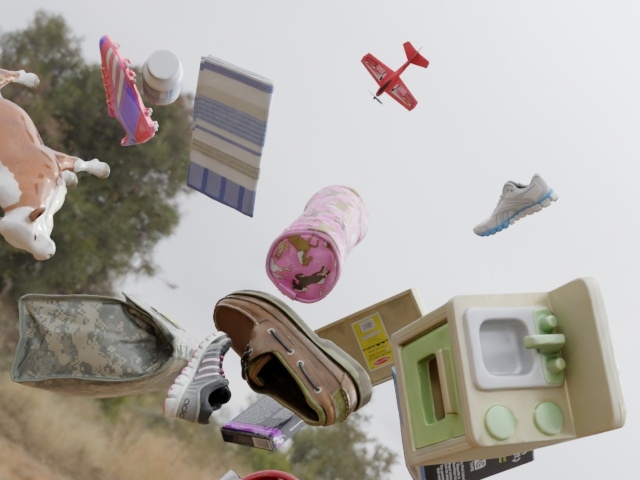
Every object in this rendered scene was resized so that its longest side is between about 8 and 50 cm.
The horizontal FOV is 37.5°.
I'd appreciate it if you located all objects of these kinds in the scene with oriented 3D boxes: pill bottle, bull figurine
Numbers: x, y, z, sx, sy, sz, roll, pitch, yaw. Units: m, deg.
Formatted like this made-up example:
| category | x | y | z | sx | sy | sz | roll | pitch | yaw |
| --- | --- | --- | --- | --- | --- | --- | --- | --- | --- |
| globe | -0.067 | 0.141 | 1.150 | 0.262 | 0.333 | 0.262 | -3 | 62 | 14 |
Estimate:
| category | x | y | z | sx | sy | sz | roll | pitch | yaw |
| --- | --- | --- | --- | --- | --- | --- | --- | --- | --- |
| pill bottle | -0.339 | -0.353 | 2.022 | 0.087 | 0.087 | 0.160 | 36 | -14 | -5 |
| bull figurine | -0.409 | -0.118 | 1.278 | 0.310 | 0.101 | 0.188 | 54 | 26 | 11 |

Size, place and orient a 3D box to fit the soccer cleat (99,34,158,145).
| category | x | y | z | sx | sy | sz | roll | pitch | yaw |
| --- | --- | --- | --- | --- | --- | --- | --- | --- | --- |
| soccer cleat | -0.445 | -0.329 | 2.087 | 0.083 | 0.095 | 0.248 | -115 | -178 | -72 |

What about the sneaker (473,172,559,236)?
| category | x | y | z | sx | sy | sz | roll | pitch | yaw |
| --- | --- | --- | --- | --- | --- | --- | --- | --- | --- |
| sneaker | 0.384 | -0.076 | 1.917 | 0.083 | 0.191 | 0.071 | 56 | 27 | -4 |

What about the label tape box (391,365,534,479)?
| category | x | y | z | sx | sy | sz | roll | pitch | yaw |
| --- | --- | --- | --- | --- | --- | --- | --- | --- | --- |
| label tape box | 0.326 | 0.318 | 1.810 | 0.115 | 0.348 | 0.249 | -125 | -159 | -62 |

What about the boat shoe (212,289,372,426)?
| category | x | y | z | sx | sy | sz | roll | pitch | yaw |
| --- | --- | --- | --- | --- | --- | --- | --- | --- | --- |
| boat shoe | -0.069 | 0.167 | 1.387 | 0.307 | 0.104 | 0.110 | 26 | -51 | 38 |

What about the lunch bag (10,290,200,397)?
| category | x | y | z | sx | sy | sz | roll | pitch | yaw |
| --- | --- | --- | --- | --- | --- | --- | --- | --- | --- |
| lunch bag | -0.341 | 0.183 | 1.606 | 0.287 | 0.169 | 0.235 | 0 | -15 | 7 |

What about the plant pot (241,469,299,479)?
| category | x | y | z | sx | sy | sz | roll | pitch | yaw |
| --- | --- | --- | --- | --- | --- | --- | --- | --- | --- |
| plant pot | -0.086 | 0.556 | 1.803 | 0.191 | 0.191 | 0.174 | 27 | -23 | 26 |

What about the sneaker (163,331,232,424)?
| category | x | y | z | sx | sy | sz | roll | pitch | yaw |
| --- | --- | --- | --- | --- | --- | --- | --- | --- | --- |
| sneaker | -0.152 | 0.194 | 1.300 | 0.075 | 0.170 | 0.063 | 25 | -55 | 5 |

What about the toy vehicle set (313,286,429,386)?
| category | x | y | z | sx | sy | sz | roll | pitch | yaw |
| --- | --- | --- | --- | --- | --- | --- | --- | --- | --- |
| toy vehicle set | 0.126 | 0.225 | 2.052 | 0.035 | 0.267 | 0.166 | -6 | 73 | -60 |

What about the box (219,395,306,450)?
| category | x | y | z | sx | sy | sz | roll | pitch | yaw |
| --- | --- | --- | --- | --- | --- | --- | --- | --- | --- |
| box | -0.073 | 0.296 | 1.591 | 0.116 | 0.162 | 0.029 | 0 | -68 | 40 |

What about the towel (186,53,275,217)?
| category | x | y | z | sx | sy | sz | roll | pitch | yaw |
| --- | --- | --- | --- | --- | --- | --- | --- | --- | --- |
| towel | -0.182 | -0.211 | 1.883 | 0.209 | 0.285 | 0.034 | 26 | 26 | 36 |

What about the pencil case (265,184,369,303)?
| category | x | y | z | sx | sy | sz | roll | pitch | yaw |
| --- | --- | --- | --- | --- | --- | --- | --- | --- | --- |
| pencil case | 0.000 | 0.000 | 1.988 | 0.160 | 0.167 | 0.386 | -3 | 15 | 12 |

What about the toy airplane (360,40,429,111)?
| category | x | y | z | sx | sy | sz | roll | pitch | yaw |
| --- | --- | --- | --- | --- | --- | --- | --- | --- | --- |
| toy airplane | 0.156 | -0.341 | 1.909 | 0.151 | 0.151 | 0.028 | 32 | 24 | 10 |

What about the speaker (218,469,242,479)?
| category | x | y | z | sx | sy | sz | roll | pitch | yaw |
| --- | --- | --- | --- | --- | --- | --- | --- | --- | --- |
| speaker | -0.191 | 0.468 | 1.652 | 0.055 | 0.136 | 0.055 | 40 | -25 | 23 |

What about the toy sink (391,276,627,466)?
| category | x | y | z | sx | sy | sz | roll | pitch | yaw |
| --- | --- | --- | --- | --- | --- | --- | --- | --- | --- |
| toy sink | 0.178 | 0.140 | 0.972 | 0.131 | 0.152 | 0.234 | 0 | -18 | -22 |
